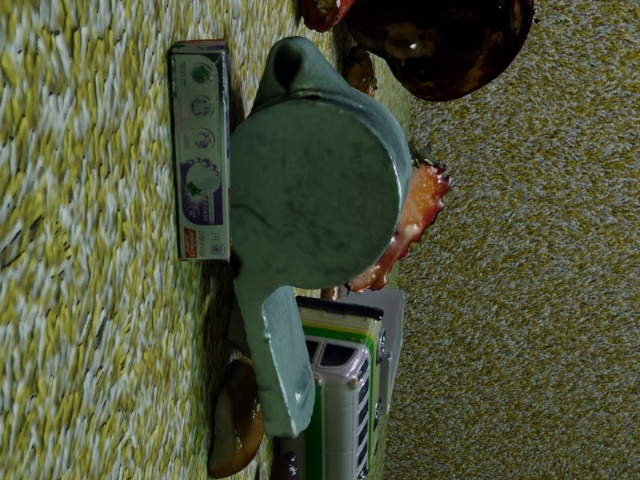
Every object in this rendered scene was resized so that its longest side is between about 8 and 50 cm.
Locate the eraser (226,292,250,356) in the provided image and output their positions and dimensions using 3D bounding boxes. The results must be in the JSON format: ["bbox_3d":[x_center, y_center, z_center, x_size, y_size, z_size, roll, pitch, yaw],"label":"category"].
[{"bbox_3d":[-0.078,0.083,1.091,0.150,0.023,0.104,66,29,-70],"label":"eraser"}]

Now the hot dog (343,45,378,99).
[{"bbox_3d":[0.076,-0.297,1.691,0.188,0.055,0.072,71,28,-71],"label":"hot dog"}]

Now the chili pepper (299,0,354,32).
[{"bbox_3d":[0.025,-0.365,1.248,0.084,0.086,0.192,55,43,-31],"label":"chili pepper"}]

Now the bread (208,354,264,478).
[{"bbox_3d":[-0.091,0.206,1.043,0.129,0.044,0.126,-48,141,-69],"label":"bread"}]

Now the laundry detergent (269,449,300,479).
[{"bbox_3d":[-0.056,0.403,1.262,0.144,0.078,0.222,-44,140,-71],"label":"laundry detergent"}]

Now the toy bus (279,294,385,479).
[{"bbox_3d":[0.013,0.256,1.389,0.179,0.143,0.305,-67,162,-53],"label":"toy bus"}]

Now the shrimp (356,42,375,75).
[{"bbox_3d":[0.090,-0.335,1.793,0.148,0.035,0.195,65,25,-77],"label":"shrimp"}]

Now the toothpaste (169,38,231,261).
[{"bbox_3d":[-0.103,-0.076,0.800,0.040,0.047,0.196,-98,-172,-64],"label":"toothpaste"}]

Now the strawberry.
[{"bbox_3d":[0.110,-0.066,1.716,0.253,0.150,0.280,-20,130,-33],"label":"strawberry"}]

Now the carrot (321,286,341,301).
[{"bbox_3d":[0.018,0.158,1.652,0.057,0.057,0.224,11,82,-81],"label":"carrot"}]

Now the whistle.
[{"bbox_3d":[-0.031,0.004,0.954,0.168,0.188,0.405,-59,171,-73],"label":"whistle"}]

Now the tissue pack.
[{"bbox_3d":[0.089,0.213,1.837,0.246,0.136,0.159,-69,162,-59],"label":"tissue pack"}]

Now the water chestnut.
[{"bbox_3d":[0.207,-0.424,1.570,0.335,0.335,0.347,82,15,-55],"label":"water chestnut"}]
